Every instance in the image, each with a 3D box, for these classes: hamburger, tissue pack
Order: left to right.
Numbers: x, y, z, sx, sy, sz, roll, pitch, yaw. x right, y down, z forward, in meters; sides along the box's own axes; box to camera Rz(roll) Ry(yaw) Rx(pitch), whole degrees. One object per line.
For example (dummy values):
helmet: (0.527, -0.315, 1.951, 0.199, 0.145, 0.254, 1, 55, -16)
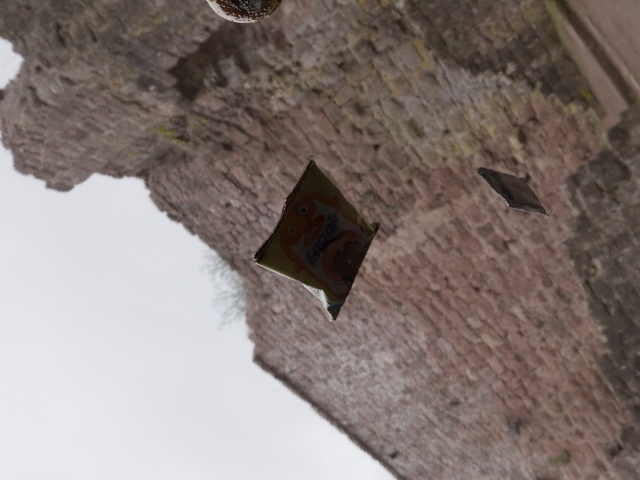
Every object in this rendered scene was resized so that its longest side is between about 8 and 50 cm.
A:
hamburger: (-0.126, -0.428, 1.140, 0.141, 0.126, 0.081, 2, -133, -25)
tissue pack: (0.444, -0.113, 1.556, 0.193, 0.026, 0.123, 6, -133, -43)

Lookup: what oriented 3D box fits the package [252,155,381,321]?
package: (0.001, 0.001, 0.613, 0.120, 0.031, 0.108, 41, -113, -36)
